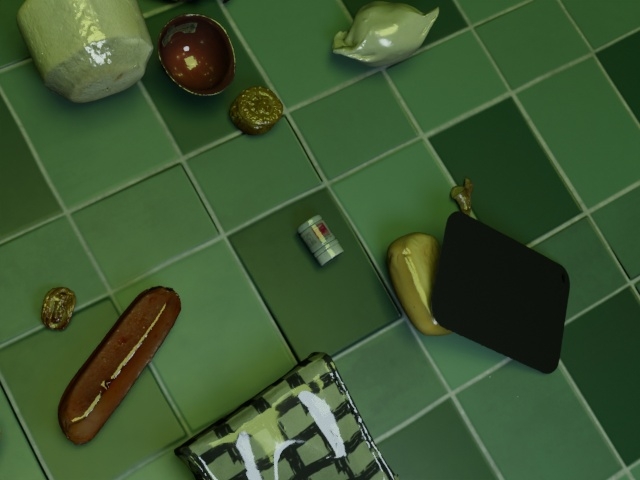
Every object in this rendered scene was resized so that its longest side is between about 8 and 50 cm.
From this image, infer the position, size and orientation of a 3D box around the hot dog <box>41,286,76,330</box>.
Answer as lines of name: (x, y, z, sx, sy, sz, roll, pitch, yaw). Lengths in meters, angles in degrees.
hot dog: (-0.490, 0.126, 1.804, 0.058, 0.035, 0.083, 15, 71, -13)

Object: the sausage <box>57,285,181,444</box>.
sausage: (-0.371, 0.222, 1.774, 0.102, 0.102, 0.330, 35, 68, -2)

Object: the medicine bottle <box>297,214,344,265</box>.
medicine bottle: (0.000, 0.000, 1.951, 0.058, 0.058, 0.091, -32, 83, -20)

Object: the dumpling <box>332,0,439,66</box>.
dumpling: (0.137, -0.451, 2.086, 0.250, 0.162, 0.132, -23, 117, -8)

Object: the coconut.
coconut: (-0.458, -0.411, 1.868, 0.237, 0.237, 0.266, -26, 83, -19)

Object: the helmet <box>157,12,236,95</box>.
helmet: (-0.255, -0.364, 1.972, 0.155, 0.106, 0.175, -41, 92, -18)

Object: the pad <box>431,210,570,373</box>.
pad: (0.352, 0.143, 1.975, 0.375, 0.063, 0.315, 26, 66, -29)

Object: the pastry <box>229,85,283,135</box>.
pastry: (-0.133, -0.268, 2.002, 0.109, 0.057, 0.097, -6, 70, -18)

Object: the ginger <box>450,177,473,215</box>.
ginger: (0.304, -0.093, 2.070, 0.048, 0.030, 0.097, 13, 69, -11)

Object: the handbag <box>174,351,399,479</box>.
handbag: (-0.047, 0.423, 1.762, 0.325, 0.162, 0.327, -32, 89, -18)

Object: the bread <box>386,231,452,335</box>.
bread: (0.206, 0.092, 1.948, 0.147, 0.098, 0.217, -8, 75, -46)

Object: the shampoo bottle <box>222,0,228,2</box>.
shampoo bottle: (-0.308, -0.573, 2.043, 0.284, 0.071, 0.153, 23, 61, -9)
